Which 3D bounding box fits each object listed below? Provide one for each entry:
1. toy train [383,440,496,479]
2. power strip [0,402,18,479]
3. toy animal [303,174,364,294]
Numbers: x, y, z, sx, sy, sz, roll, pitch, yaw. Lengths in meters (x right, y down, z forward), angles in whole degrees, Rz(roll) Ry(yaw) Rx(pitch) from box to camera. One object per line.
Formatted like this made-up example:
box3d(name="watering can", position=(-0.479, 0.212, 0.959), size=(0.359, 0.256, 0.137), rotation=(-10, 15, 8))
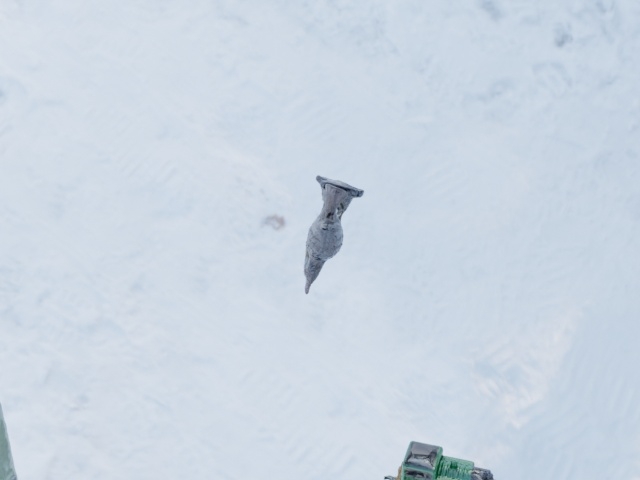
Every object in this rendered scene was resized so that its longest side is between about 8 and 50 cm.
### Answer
box3d(name="toy train", position=(0.219, 0.428, 1.637), size=(0.227, 0.136, 0.091), rotation=(7, 34, 18))
box3d(name="power strip", position=(-0.344, 0.229, 0.866), size=(0.092, 0.251, 0.257), rotation=(-2, 28, 13))
box3d(name="toy animal", position=(0.003, -0.009, 1.306), size=(0.070, 0.202, 0.105), rotation=(19, 32, -1))
